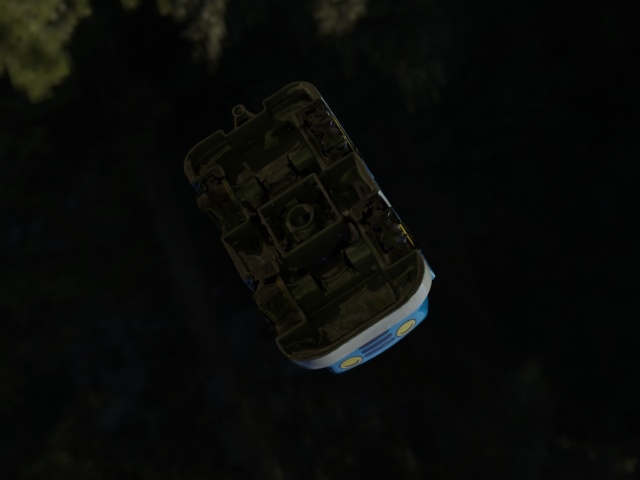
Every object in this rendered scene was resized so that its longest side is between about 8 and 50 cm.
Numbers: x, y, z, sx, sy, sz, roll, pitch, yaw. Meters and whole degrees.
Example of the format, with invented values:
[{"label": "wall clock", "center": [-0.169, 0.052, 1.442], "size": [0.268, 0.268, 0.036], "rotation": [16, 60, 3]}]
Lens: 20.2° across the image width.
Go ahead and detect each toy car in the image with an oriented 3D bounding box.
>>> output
[{"label": "toy car", "center": [0.000, 0.000, 1.074], "size": [0.097, 0.191, 0.100], "rotation": [-33, 143, 4]}]
